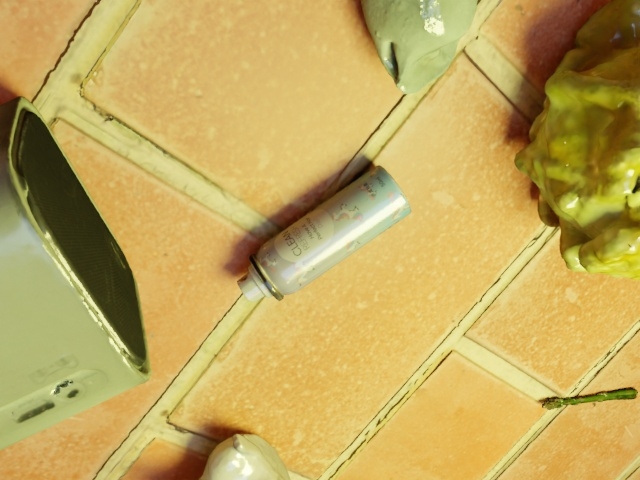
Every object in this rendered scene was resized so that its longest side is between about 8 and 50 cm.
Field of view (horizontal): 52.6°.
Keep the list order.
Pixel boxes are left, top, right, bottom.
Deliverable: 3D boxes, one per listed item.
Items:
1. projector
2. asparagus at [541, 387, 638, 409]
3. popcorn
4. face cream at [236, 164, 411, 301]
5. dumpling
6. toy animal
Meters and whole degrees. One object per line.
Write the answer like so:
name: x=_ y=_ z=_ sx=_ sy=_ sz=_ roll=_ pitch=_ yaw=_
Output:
projector: x=-0.328 y=0.045 z=0.596 sx=0.249 sy=0.248 sz=0.249 roll=-25 pitch=123 yaw=-6
asparagus: x=0.495 y=0.293 z=1.191 sx=0.232 sy=0.022 sz=0.023 roll=-1 pitch=162 yaw=-23
popcorn: x=0.394 y=-0.111 z=0.782 sx=0.274 sy=0.279 sz=0.336 roll=6 pitch=130 yaw=-3
face cream: x=0.000 y=0.000 z=0.803 sx=0.229 sy=0.075 sz=0.075 roll=-35 pitch=124 yaw=0
dumpling: x=0.121 y=-0.265 z=0.682 sx=0.152 sy=0.108 sz=0.219 roll=-12 pitch=124 yaw=-14
toy animal: x=-0.164 y=0.400 z=0.905 sx=0.282 sy=0.138 sz=0.140 roll=-43 pitch=93 yaw=-12
